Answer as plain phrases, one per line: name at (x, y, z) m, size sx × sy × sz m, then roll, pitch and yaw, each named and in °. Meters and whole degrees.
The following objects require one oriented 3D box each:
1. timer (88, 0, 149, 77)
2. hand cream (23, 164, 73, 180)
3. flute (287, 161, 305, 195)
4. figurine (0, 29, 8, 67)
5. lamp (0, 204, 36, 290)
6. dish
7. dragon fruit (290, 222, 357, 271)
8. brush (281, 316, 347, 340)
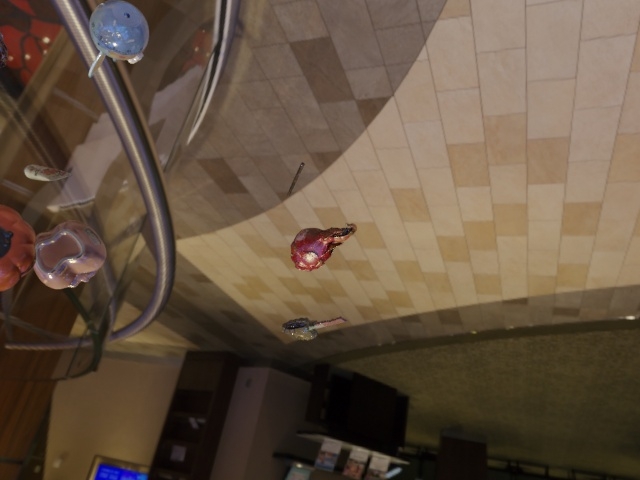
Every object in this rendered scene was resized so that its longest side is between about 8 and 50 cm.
timer at (-0.578, -0.562, 1.514) m, size 0.175 × 0.175 × 0.255 m, roll 16°, pitch 141°, yaw -7°
hand cream at (-0.937, -0.226, 1.782) m, size 0.234 × 0.080 × 0.050 m, roll 12°, pitch 119°, yaw 35°
flute at (-0.083, -0.198, 1.730) m, size 0.014 × 0.014 × 0.269 m, roll 16°, pitch 160°, yaw -8°
figurine at (-0.923, -0.487, 1.426) m, size 0.175 × 0.240 × 0.116 m, roll -1°, pitch 178°, yaw 29°
lamp at (-0.688, 0.018, 1.078) m, size 0.188 × 0.187 × 0.164 m, roll 30°, pitch 154°, yaw -31°
dish at (-0.746, 0.037, 1.525) m, size 0.213 × 0.213 × 0.090 m, roll 14°, pitch 170°, yaw -3°
dragon fruit at (0.000, 0.000, 1.151) m, size 0.094 × 0.094 × 0.190 m, roll 27°, pitch 134°, yaw -27°
brush at (-0.018, 0.284, 1.730) m, size 0.084 × 0.071 × 0.301 m, roll 24°, pitch 153°, yaw -32°
